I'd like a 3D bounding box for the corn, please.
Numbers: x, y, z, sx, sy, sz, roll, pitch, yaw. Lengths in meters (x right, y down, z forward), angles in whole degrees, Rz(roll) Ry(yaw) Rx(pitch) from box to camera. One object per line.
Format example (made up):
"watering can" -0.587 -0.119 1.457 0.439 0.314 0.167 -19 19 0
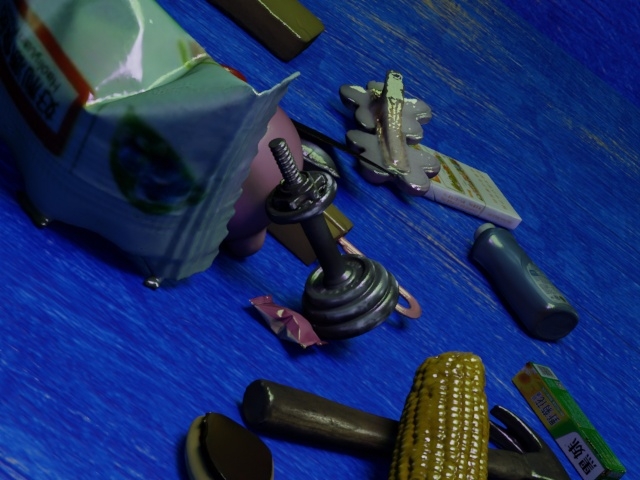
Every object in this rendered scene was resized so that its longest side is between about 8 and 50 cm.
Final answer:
"corn" 0.112 0.207 1.460 0.097 0.097 0.261 32 41 -16

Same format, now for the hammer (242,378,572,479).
"hammer" 0.100 0.206 1.570 0.440 0.044 0.168 19 29 -40

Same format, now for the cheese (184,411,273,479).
"cheese" -0.078 0.210 1.294 0.086 0.036 0.162 35 22 -16

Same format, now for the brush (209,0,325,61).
"brush" -0.093 -0.355 2.363 0.197 0.059 0.123 39 25 2

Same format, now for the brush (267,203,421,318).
"brush" 0.026 0.016 1.831 0.233 0.047 0.103 42 22 5

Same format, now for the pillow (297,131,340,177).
"pillow" -0.039 -0.114 1.972 0.136 0.055 0.091 33 21 -14

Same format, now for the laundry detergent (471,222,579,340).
"laundry detergent" 0.269 0.046 2.131 0.097 0.061 0.206 13 33 -44

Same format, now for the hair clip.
"hair clip" 0.102 -0.157 2.231 0.146 0.075 0.257 16 44 -18

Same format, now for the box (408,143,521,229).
"box" 0.197 -0.087 2.323 0.220 0.032 0.122 20 28 -40

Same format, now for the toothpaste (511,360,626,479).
"toothpaste" 0.295 0.220 1.863 0.043 0.037 0.178 20 28 -46

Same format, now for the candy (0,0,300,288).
"candy" -0.228 -0.170 1.508 0.398 0.263 0.172 44 35 14

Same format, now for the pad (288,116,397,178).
"pad" -0.058 -0.163 2.022 0.300 0.005 0.202 24 6 -33

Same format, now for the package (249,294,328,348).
"package" -0.034 0.086 1.621 0.083 0.029 0.059 41 16 18

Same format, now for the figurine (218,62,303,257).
"figurine" -0.101 -0.082 1.673 0.173 0.173 0.173 32 22 -15

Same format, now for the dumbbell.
"dumbbell" 0.000 0.000 1.622 0.110 0.110 0.254 -104 170 -57
